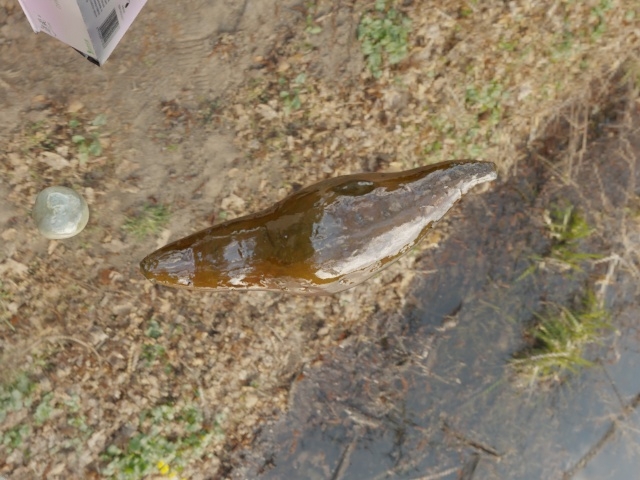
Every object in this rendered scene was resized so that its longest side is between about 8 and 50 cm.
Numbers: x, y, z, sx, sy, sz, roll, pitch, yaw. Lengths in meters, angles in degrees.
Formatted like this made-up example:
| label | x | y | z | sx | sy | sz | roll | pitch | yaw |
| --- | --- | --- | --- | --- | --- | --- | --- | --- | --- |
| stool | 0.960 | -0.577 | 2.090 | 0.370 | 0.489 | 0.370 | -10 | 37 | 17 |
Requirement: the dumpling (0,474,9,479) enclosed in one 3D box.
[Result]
| label | x | y | z | sx | sy | sz | roll | pitch | yaw |
| --- | --- | --- | --- | --- | --- | --- | --- | --- | --- |
| dumpling | -0.519 | 0.424 | 1.021 | 0.176 | 0.092 | 0.150 | -32 | 108 | 12 |

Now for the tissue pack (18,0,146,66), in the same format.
| label | x | y | z | sx | sy | sz | roll | pitch | yaw |
| --- | --- | --- | --- | --- | --- | --- | --- | --- | --- |
| tissue pack | -0.243 | -0.311 | 0.676 | 0.092 | 0.246 | 0.149 | 28 | 74 | 1 |

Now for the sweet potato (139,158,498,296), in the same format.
| label | x | y | z | sx | sy | sz | roll | pitch | yaw |
| --- | --- | --- | --- | --- | --- | --- | --- | --- | --- |
| sweet potato | 0.005 | -0.001 | 0.659 | 0.359 | 0.112 | 0.112 | -21 | 114 | 7 |

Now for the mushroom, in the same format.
| label | x | y | z | sx | sy | sz | roll | pitch | yaw |
| --- | --- | --- | --- | --- | --- | --- | --- | --- | --- |
| mushroom | -0.709 | -0.072 | 1.820 | 0.154 | 0.122 | 0.154 | 7 | 65 | -15 |
